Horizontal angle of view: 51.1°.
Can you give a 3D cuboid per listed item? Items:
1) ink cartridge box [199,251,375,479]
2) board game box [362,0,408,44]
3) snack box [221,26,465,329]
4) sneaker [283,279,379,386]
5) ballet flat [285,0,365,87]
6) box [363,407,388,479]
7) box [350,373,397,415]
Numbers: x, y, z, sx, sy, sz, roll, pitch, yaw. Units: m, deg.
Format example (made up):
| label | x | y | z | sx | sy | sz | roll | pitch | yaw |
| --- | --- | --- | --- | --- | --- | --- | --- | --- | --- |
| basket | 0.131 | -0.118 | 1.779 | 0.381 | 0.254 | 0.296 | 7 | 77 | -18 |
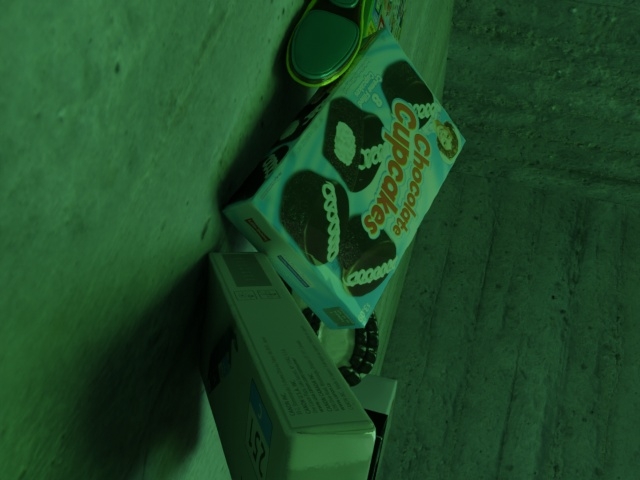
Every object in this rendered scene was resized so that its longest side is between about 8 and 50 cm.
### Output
| label | x | y | z | sx | sy | sz | roll | pitch | yaw |
| --- | --- | --- | --- | --- | --- | --- | --- | --- | --- |
| ink cartridge box | -0.051 | 0.183 | 0.584 | 0.296 | 0.066 | 0.261 | -131 | -136 | -61 |
| board game box | 0.097 | -0.387 | 1.099 | 0.317 | 0.046 | 0.213 | 9 | 93 | -78 |
| snack box | 0.045 | -0.079 | 0.769 | 0.187 | 0.060 | 0.322 | 49 | 53 | -23 |
| sneaker | 0.000 | 0.000 | 0.954 | 0.182 | 0.158 | 0.410 | -130 | -136 | -65 |
| ballet flat | 0.013 | -0.255 | 0.795 | 0.077 | 0.077 | 0.230 | 116 | -9 | -64 |
| box | -0.006 | 0.401 | 1.107 | 0.103 | 0.185 | 0.261 | -33 | 135 | -77 |
| box | 0.036 | 0.451 | 1.390 | 0.345 | 0.168 | 0.214 | -53 | 153 | -62 |
